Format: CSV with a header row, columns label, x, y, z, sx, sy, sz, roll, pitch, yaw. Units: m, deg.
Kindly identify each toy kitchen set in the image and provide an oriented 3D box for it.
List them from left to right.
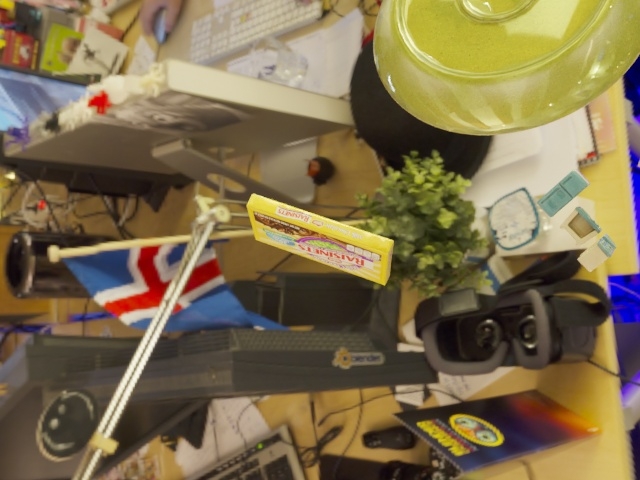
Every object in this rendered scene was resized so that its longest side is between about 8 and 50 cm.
label,x,y,z,sx,sy,sz,roll,pitch,yaw
toy kitchen set,0.618,-0.051,1.742,0.207,0.166,0.122,49,115,12

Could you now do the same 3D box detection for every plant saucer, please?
label,x,y,z,sx,sy,sz,roll,pitch,yaw
plant saucer,0.154,-0.203,0.624,0.241,0.037,0.241,-10,63,21

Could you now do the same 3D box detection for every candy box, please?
label,x,y,z,sx,sy,sz,roll,pitch,yaw
candy box,0.000,0.000,1.030,0.206,0.105,0.027,19,67,12

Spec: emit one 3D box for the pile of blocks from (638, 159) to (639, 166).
label,x,y,z,sx,sy,sz,roll,pitch,yaw
pile of blocks,0.683,-0.230,1.229,0.149,0.112,0.362,42,121,5
